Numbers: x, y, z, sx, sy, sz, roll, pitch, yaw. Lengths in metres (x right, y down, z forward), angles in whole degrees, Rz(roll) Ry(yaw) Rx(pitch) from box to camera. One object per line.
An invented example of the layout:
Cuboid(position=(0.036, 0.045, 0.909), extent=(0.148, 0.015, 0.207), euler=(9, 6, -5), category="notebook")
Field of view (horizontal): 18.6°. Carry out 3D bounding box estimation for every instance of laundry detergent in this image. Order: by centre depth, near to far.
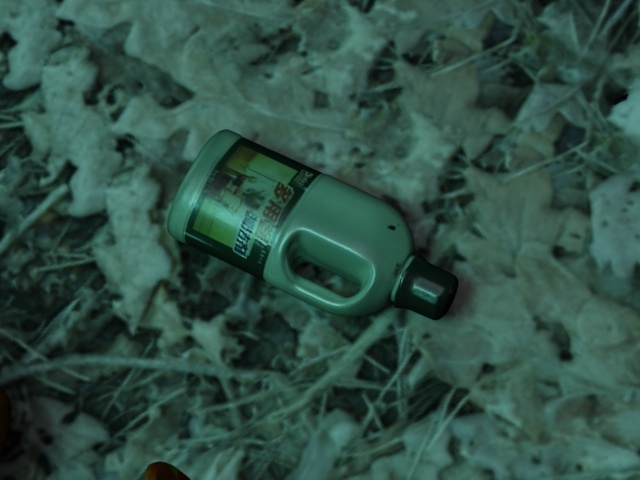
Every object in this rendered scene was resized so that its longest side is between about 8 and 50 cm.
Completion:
Cuboid(position=(0.000, 0.000, 1.505), extent=(0.225, 0.070, 0.099), euler=(26, 66, 13), category="laundry detergent")

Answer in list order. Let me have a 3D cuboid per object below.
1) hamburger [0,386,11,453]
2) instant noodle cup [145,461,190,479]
Cuboid(position=(-0.397, 0.155, 1.351), extent=(0.330, 0.330, 0.250), euler=(18, 71, 11), category="hamburger")
Cuboid(position=(-0.133, 0.302, 1.324), extent=(0.192, 0.250, 0.250), euler=(-29, 69, 5), category="instant noodle cup")
